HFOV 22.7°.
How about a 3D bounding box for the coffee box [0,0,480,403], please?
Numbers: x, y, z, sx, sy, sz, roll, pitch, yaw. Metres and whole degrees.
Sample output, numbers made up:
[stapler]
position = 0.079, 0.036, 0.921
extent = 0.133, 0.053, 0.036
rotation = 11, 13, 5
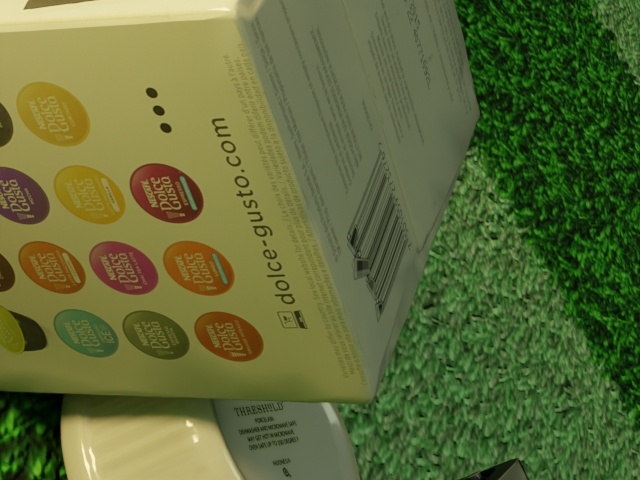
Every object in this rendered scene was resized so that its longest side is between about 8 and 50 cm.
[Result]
[coffee box]
position = -0.107, -0.115, 1.182
extent = 0.338, 0.334, 0.338
rotation = -66, 147, -44

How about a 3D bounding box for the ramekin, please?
[ramekin]
position = -0.076, 0.180, 1.302
extent = 0.273, 0.127, 0.273
rotation = 45, 28, -33

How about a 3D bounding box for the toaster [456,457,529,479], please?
[toaster]
position = 0.144, 0.325, 1.539
extent = 0.110, 0.168, 0.186
rotation = -21, 86, -57
